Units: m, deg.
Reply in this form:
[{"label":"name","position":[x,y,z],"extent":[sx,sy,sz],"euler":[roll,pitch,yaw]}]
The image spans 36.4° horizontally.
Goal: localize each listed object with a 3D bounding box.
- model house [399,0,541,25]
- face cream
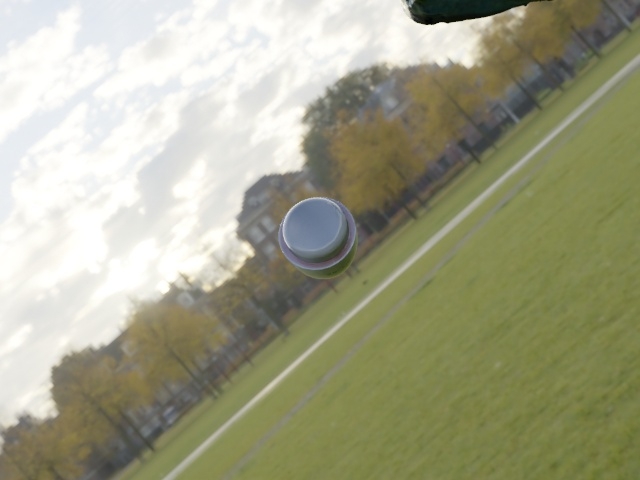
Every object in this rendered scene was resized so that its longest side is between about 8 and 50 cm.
[{"label":"model house","position":[0.183,-0.414,1.067],"extent":[0.253,0.291,0.184],"euler":[-4,48,15]},{"label":"face cream","position":[0.000,0.000,1.145],"extent":[0.091,0.091,0.095],"euler":[-41,-23,-7]}]
